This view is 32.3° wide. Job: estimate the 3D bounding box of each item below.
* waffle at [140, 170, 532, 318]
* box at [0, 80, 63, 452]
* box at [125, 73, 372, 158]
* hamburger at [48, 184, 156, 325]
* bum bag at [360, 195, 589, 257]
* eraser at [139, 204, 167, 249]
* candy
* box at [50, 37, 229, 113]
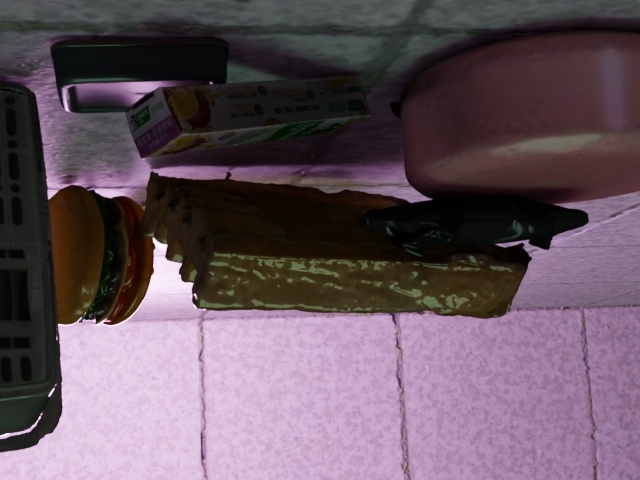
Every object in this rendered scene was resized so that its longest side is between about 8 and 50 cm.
[{"bbox_3d":[0.000,-0.001,1.059,0.304,0.077,0.348,4,-169,-16],"label":"waffle"},{"bbox_3d":[-0.308,0.021,0.830,0.221,0.290,0.166,1,158,-25],"label":"box"},{"bbox_3d":[-0.047,-0.094,0.810,0.050,0.041,0.207,-26,171,42],"label":"box"},{"bbox_3d":[-0.252,0.017,1.209,0.115,0.161,0.162,6,167,-38],"label":"hamburger"},{"bbox_3d":[0.131,-0.011,0.901,0.198,0.049,0.087,0,176,-24],"label":"bum bag"},{"bbox_3d":[-0.111,-0.024,1.364,0.230,0.038,0.157,-5,171,9],"label":"eraser"},{"bbox_3d":[0.179,-0.090,0.885,0.256,0.094,0.255,-3,171,-1],"label":"candy"},{"bbox_3d":[-0.130,-0.119,0.805,0.126,0.031,0.091,-2,170,-11],"label":"box"}]
